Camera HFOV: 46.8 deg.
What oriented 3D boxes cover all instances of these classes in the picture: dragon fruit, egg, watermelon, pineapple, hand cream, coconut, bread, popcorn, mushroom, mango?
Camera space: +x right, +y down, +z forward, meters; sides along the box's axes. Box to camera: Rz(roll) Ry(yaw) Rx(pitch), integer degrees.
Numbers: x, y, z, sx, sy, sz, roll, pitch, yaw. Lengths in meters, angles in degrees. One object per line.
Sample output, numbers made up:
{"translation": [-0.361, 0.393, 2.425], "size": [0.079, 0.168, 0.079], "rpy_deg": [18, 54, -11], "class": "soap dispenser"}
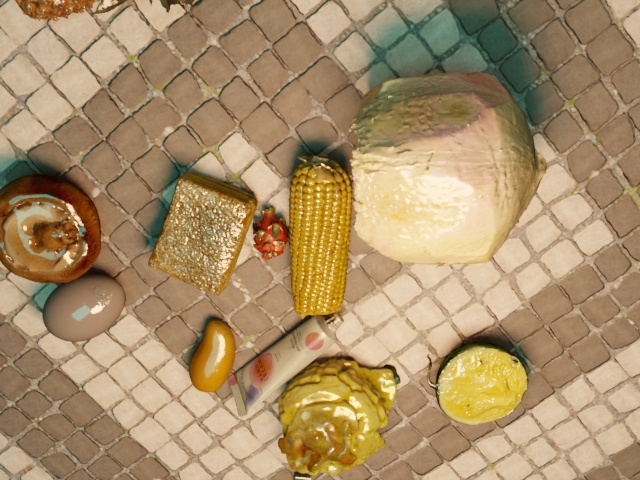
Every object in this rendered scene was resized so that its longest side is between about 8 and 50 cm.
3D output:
{"translation": [-0.114, -0.017, 1.661], "size": [0.086, 0.081, 0.116], "rpy_deg": [-18, 85, 9], "class": "dragon fruit"}
{"translation": [-0.541, 0.153, 1.696], "size": [0.199, 0.146, 0.146], "rpy_deg": [-23, 108, 3], "class": "egg"}
{"translation": [0.365, 0.326, 1.750], "size": [0.232, 0.127, 0.204], "rpy_deg": [-6, 110, 2], "class": "watermelon"}
{"translation": [-0.408, -0.511, 1.441], "size": [0.365, 0.165, 0.165], "rpy_deg": [-1, 110, 2], "class": "pineapple"}
{"translation": [-0.083, 0.278, 1.752], "size": [0.341, 0.124, 0.078], "rpy_deg": [-38, 137, 12], "class": "hand cream"}
{"translation": [0.254, -0.139, 1.451], "size": [0.405, 0.404, 0.404], "rpy_deg": [0, 110, 1], "class": "coconut"}
{"translation": [-0.258, -0.017, 1.651], "size": [0.184, 0.110, 0.234], "rpy_deg": [22, 107, -4], "class": "bread"}
{"translation": [0.029, 0.424, 1.737], "size": [0.293, 0.237, 0.292], "rpy_deg": [1, 107, 4], "class": "popcorn"}
{"translation": [-0.606, -0.023, 1.629], "size": [0.253, 0.153, 0.253], "rpy_deg": [0, 109, -1], "class": "mushroom"}
{"translation": [-0.256, 0.277, 1.772], "size": [0.102, 0.085, 0.184], "rpy_deg": [17, 100, -1], "class": "mango"}

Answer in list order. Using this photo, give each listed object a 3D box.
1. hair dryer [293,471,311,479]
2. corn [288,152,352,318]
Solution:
{"translation": [-0.049, 0.642, 1.934], "size": [0.047, 0.026, 0.083], "rpy_deg": [5, 118, 1], "class": "hair dryer"}
{"translation": [0.000, 0.000, 1.633], "size": [0.144, 0.144, 0.387], "rpy_deg": [-1, 110, 2], "class": "corn"}
